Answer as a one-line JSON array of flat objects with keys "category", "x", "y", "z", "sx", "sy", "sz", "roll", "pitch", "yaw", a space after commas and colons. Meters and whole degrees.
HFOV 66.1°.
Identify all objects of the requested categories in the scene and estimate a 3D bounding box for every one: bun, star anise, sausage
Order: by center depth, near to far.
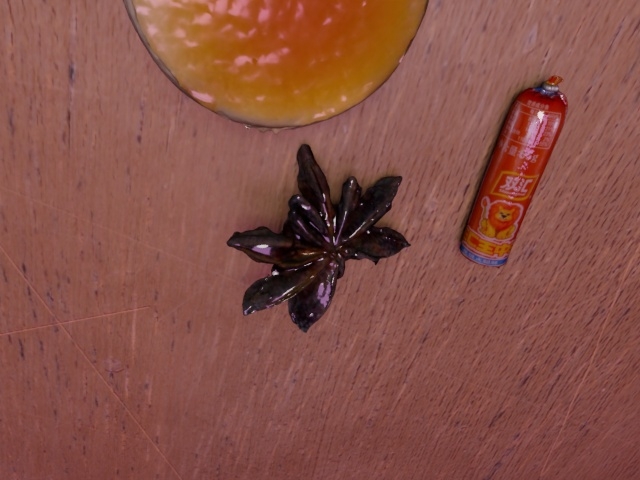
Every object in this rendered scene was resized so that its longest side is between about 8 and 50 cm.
[{"category": "bun", "x": -0.043, "y": -0.263, "z": 0.493, "sx": 0.299, "sy": 0.164, "sz": 0.298, "roll": -6, "pitch": 128, "yaw": -8}, {"category": "star anise", "x": 0.000, "y": 0.004, "z": 0.678, "sx": 0.282, "sy": 0.129, "sz": 0.212, "roll": -48, "pitch": 131, "yaw": -13}, {"category": "sausage", "x": 0.266, "y": -0.090, "z": 0.678, "sx": 0.074, "sy": 0.074, "sz": 0.274, "roll": 6, "pitch": 121, "yaw": -7}]
